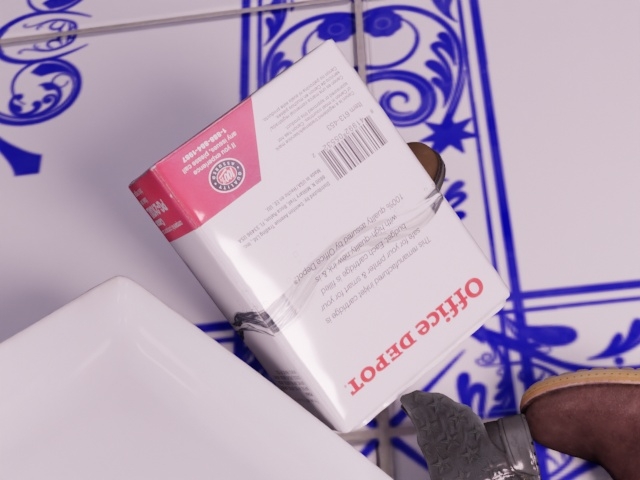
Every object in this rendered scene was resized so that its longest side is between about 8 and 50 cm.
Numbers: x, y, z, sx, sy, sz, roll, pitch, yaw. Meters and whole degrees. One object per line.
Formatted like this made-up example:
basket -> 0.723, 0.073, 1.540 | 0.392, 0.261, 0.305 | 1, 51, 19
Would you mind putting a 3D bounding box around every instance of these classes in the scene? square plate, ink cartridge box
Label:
square plate -> -0.076, 0.181, 0.763 | 0.347, 0.049, 0.344 | 37, 24, 8
ink cartridge box -> 0.000, 0.000, 0.950 | 0.172, 0.100, 0.237 | -38, 97, -19

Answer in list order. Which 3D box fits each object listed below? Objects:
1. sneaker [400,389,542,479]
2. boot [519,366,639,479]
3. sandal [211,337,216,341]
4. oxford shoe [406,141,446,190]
sneaker -> 0.112, 0.183, 0.878 | 0.089, 0.051, 0.170 | -12, 71, 7
boot -> 0.233, 0.198, 0.838 | 0.248, 0.090, 0.207 | 8, 58, 23
sandal -> -0.136, 0.233, 0.864 | 0.167, 0.107, 0.446 | 1, 53, 11
oxford shoe -> 0.010, -0.026, 1.047 | 0.227, 0.096, 0.083 | -34, 43, -20
